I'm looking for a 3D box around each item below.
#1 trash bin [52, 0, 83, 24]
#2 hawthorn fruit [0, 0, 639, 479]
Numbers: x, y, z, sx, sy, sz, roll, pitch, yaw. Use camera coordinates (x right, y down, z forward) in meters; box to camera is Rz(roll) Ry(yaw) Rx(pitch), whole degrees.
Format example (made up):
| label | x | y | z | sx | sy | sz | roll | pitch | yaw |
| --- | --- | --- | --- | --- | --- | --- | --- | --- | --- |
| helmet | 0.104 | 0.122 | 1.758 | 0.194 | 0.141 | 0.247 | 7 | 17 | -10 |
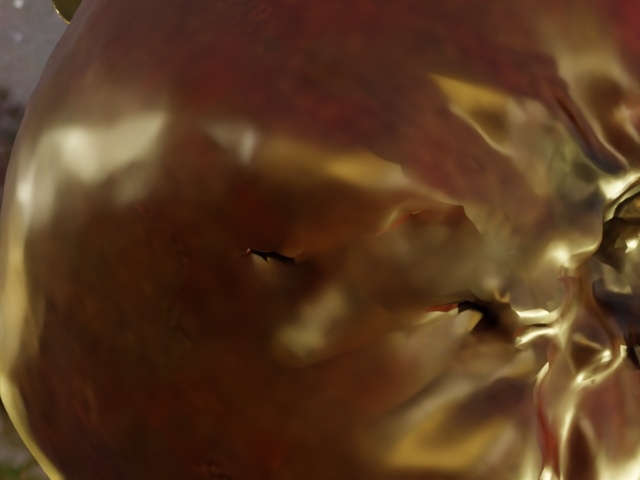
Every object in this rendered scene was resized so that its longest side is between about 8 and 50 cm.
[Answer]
| label | x | y | z | sx | sy | sz | roll | pitch | yaw |
| --- | --- | --- | --- | --- | --- | --- | --- | --- | --- |
| trash bin | 0.021 | -0.147 | 0.990 | 0.247 | 0.243 | 0.121 | 21 | -49 | 30 |
| hawthorn fruit | 0.009 | 0.005 | 0.712 | 0.325 | 0.308 | 0.308 | -4 | -34 | 31 |
